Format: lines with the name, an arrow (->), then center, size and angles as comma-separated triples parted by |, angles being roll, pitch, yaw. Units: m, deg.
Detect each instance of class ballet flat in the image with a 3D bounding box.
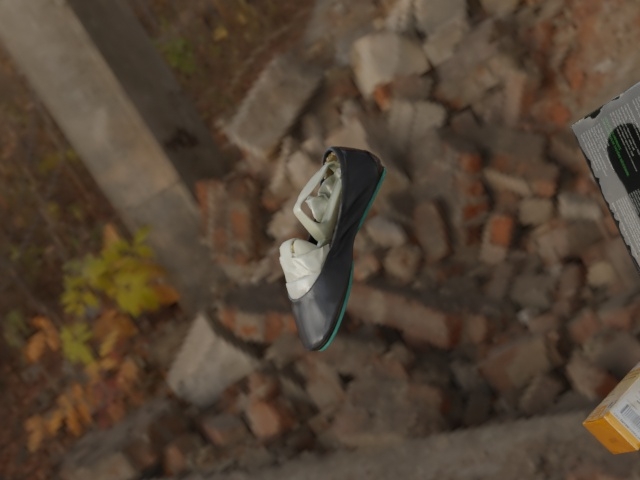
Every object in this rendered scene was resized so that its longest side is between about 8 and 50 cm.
ballet flat -> 0.000, 0.000, 1.338 | 0.074, 0.074, 0.203 | -11, 53, 47

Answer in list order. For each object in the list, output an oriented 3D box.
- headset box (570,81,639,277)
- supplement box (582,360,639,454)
headset box -> 0.429, -0.048, 1.539 | 0.283, 0.246, 0.131 | -8, -19, -48
supplement box -> 0.245, 0.110, 1.093 | 0.098, 0.036, 0.062 | -44, -4, -12
